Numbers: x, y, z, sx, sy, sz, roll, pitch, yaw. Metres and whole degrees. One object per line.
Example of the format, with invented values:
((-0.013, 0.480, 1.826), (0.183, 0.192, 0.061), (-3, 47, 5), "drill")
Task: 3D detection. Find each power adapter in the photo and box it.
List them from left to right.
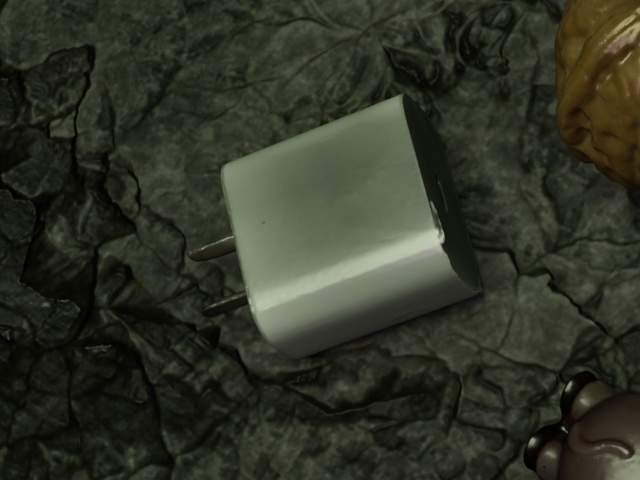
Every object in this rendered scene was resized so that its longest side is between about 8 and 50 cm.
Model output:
((0.000, 0.000, 1.753), (0.255, 0.124, 0.187), (-22, 65, 16), "power adapter")

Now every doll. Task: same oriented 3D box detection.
((0.288, 0.213, 1.564), (0.257, 0.117, 0.182), (32, 89, 28), "doll")

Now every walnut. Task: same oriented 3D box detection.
((0.289, -0.144, 1.627), (0.213, 0.213, 0.213), (-7, 71, 21), "walnut")
